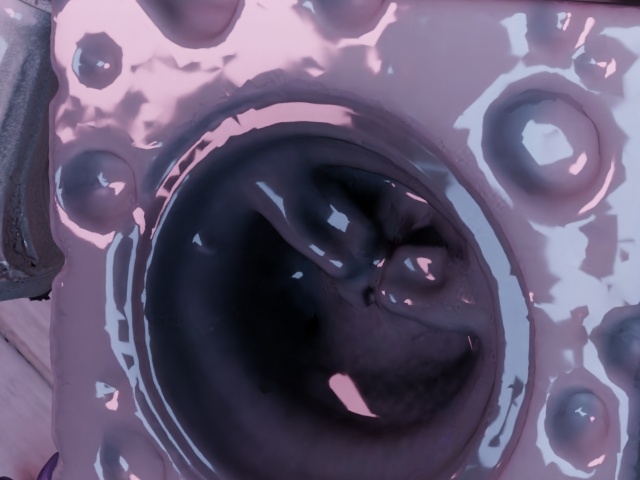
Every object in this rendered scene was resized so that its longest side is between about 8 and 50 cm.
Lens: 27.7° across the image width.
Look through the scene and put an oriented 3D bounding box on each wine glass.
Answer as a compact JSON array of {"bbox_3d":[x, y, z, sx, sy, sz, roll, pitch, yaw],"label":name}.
[{"bbox_3d":[-0.188,-0.082,0.734,0.165,0.165,0.196,36,116,15],"label":"wine glass"}]

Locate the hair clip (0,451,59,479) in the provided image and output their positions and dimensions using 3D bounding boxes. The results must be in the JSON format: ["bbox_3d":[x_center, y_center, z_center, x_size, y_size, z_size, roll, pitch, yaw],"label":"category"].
[{"bbox_3d":[-0.152,0.259,0.884,0.137,0.090,0.278,-28,100,22],"label":"hair clip"}]

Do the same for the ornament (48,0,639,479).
[{"bbox_3d":[0.052,0.013,0.551,0.240,0.240,0.239,10,103,28],"label":"ornament"}]
